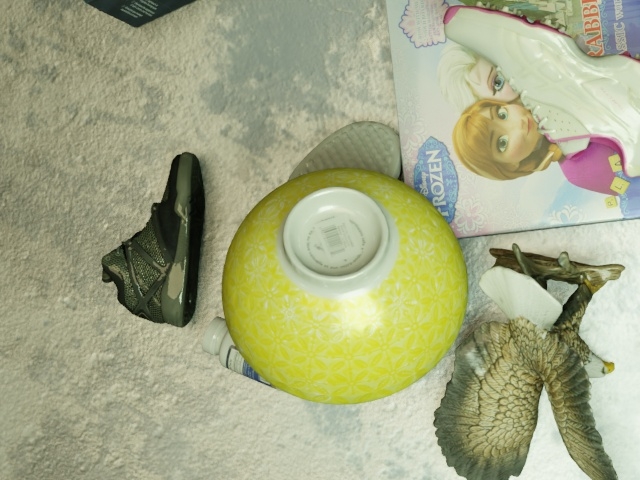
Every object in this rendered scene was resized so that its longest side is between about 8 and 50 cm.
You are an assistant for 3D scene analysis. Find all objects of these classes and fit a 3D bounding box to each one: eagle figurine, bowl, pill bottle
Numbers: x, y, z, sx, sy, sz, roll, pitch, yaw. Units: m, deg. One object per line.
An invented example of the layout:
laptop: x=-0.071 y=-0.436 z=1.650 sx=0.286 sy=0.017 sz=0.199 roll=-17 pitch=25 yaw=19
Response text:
eagle figurine: x=0.264 y=0.164 z=1.574 sx=0.225 sy=0.226 sz=0.298 roll=12 pitch=87 yaw=-4
bowl: x=0.023 y=0.024 z=1.521 sx=0.290 sy=0.156 sz=0.289 roll=-2 pitch=63 yaw=4
pill bottle: x=-0.088 y=0.142 z=1.733 sx=0.120 sy=0.067 sz=0.067 roll=22 pitch=94 yaw=15

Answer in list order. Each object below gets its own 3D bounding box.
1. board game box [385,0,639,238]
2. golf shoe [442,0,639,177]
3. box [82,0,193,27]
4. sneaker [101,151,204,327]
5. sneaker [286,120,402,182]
board game box: x=0.251 y=-0.168 z=1.645 sx=0.318 sy=0.066 sz=0.318 roll=-7 pitch=87 yaw=16
golf shoe: x=0.268 y=-0.175 z=1.550 sx=0.306 sy=0.115 sz=0.140 roll=25 pitch=98 yaw=15
box: x=-0.217 y=-0.358 z=1.738 sx=0.158 sy=0.156 sz=0.093 roll=-21 pitch=82 yaw=14
sneaker: x=-0.221 y=-0.007 z=1.765 sx=0.130 sy=0.087 sz=0.227 roll=9 pitch=96 yaw=10
sneaker: x=0.000 y=0.000 z=1.693 sx=0.126 sy=0.127 sz=0.321 roll=27 pitch=70 yaw=23
